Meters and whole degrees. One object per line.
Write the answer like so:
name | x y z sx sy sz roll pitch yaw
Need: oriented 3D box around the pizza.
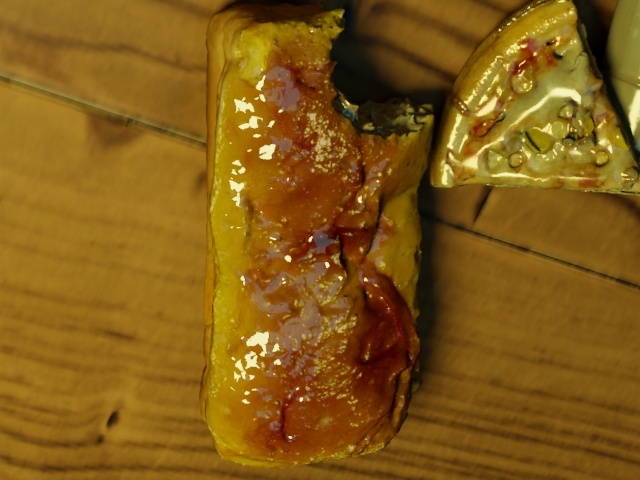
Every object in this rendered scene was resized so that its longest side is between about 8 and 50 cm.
pizza | 0.174 -0.079 1.187 0.176 0.036 0.184 47 110 6

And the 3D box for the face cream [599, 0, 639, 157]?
face cream | 0.294 -0.232 1.177 0.137 0.084 0.341 13 107 -9

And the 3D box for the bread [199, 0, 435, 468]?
bread | 0.000 0.000 1.178 0.185 0.109 0.380 -5 116 -16
